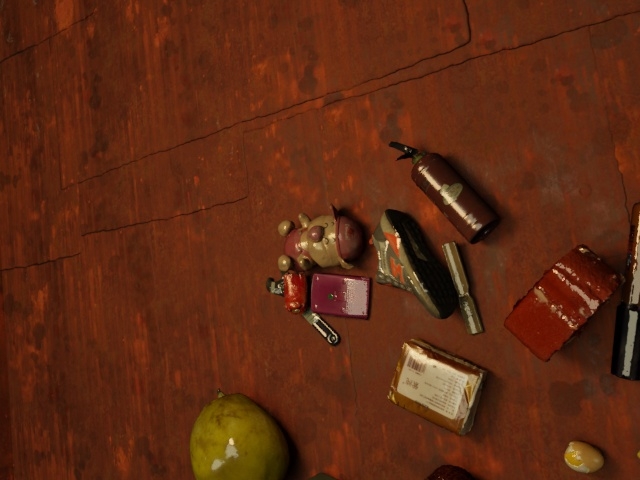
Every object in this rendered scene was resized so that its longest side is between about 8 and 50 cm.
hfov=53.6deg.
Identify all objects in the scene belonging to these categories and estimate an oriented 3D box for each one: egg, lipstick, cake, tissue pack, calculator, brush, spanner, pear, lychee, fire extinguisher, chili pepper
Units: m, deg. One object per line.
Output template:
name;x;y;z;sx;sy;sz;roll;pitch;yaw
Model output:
egg;0.612;0.504;1.467;0.083;0.071;0.071;15;96;31
lipstick;0.713;0.102;1.420;0.077;0.077;0.419;7;90;33
cake;0.559;0.141;1.445;0.151;0.176;0.283;48;132;27
tissue pack;0.305;0.381;1.657;0.226;0.092;0.183;20;98;31
calculator;0.055;0.162;1.855;0.190;0.034;0.127;3;91;28
brush;0.376;0.123;1.661;0.043;0.036;0.248;-20;84;35
spanner;-0.050;0.202;1.934;0.316;0.024;0.087;42;102;27
pear;-0.255;0.611;1.909;0.287;0.287;0.375;-44;52;23
lychee;0.322;0.662;1.582;0.194;0.194;0.195;-2;87;32
fire extinguisher;0.308;-0.143;1.654;0.344;0.138;0.102;52;134;22
chili pepper;-0.077;0.160;1.906;0.070;0.073;0.123;-21;66;50

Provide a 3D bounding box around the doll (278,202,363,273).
doll;-0.002;0.001;1.838;0.255;0.152;0.196;-13;94;27

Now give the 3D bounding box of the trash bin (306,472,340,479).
trash bin;0.087;0.772;1.703;0.343;0.223;0.158;6;91;31

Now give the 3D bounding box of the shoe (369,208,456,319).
shoe;0.221;0.089;1.700;0.171;0.132;0.337;-48;56;35

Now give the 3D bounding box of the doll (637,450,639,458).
doll;0.819;0.576;1.309;0.363;0.145;0.199;54;154;13
